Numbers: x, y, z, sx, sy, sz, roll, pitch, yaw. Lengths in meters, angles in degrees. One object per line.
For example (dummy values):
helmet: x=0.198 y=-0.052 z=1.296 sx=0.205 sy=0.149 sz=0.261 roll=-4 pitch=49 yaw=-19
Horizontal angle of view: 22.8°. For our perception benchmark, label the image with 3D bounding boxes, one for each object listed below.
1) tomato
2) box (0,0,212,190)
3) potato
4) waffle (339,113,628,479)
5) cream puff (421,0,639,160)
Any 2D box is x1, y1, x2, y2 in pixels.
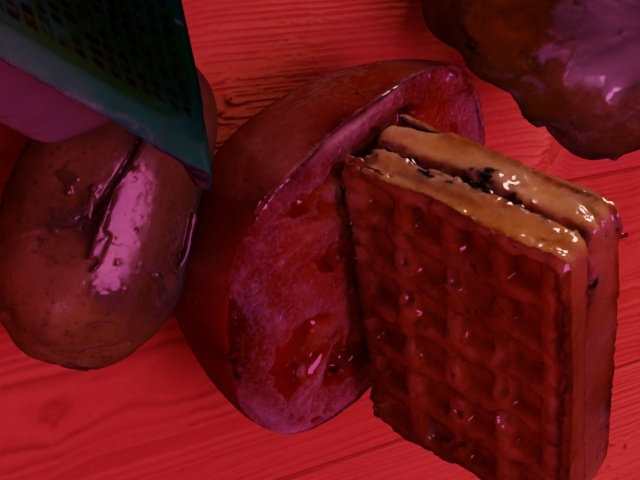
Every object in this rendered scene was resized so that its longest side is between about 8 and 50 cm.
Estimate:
tomato: x=-0.008 y=-0.009 z=1.337 sx=0.338 sy=0.143 sz=0.338 roll=-31 pitch=137 yaw=-35
box: x=-0.223 y=-0.178 z=1.015 sx=0.106 sy=0.264 sz=0.336 roll=-32 pitch=144 yaw=25
potato: x=-0.156 y=-0.025 z=1.171 sx=0.169 sy=0.143 sz=0.248 roll=83 pitch=28 yaw=-85
waffle: x=0.129 y=0.065 z=1.257 sx=0.091 sy=0.213 sz=0.308 roll=-41 pitch=142 yaw=-31
cream puff: x=0.266 y=-0.258 z=1.392 sx=0.378 sy=0.378 sz=0.276 roll=52 pitch=38 yaw=-44
